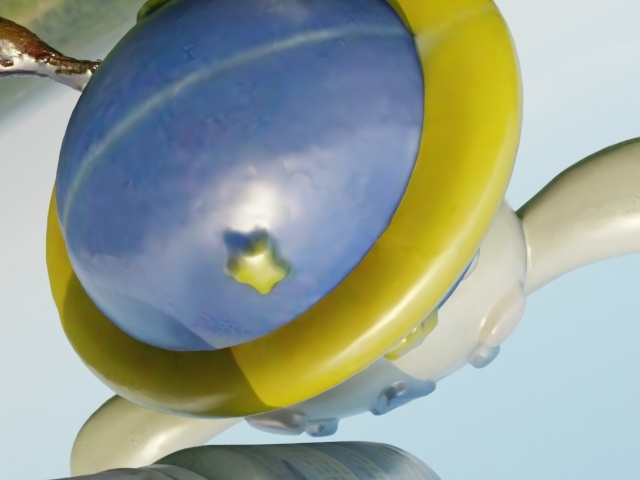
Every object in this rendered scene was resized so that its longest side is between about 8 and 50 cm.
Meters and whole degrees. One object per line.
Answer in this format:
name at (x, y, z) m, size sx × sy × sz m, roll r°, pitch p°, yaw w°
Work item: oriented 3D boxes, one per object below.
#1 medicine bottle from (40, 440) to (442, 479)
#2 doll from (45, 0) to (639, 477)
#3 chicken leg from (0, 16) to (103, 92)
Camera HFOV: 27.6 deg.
medicine bottle at (-0.029, 0.105, 0.413) m, size 0.083 × 0.083 × 0.203 m, roll -25°, pitch 160°, yaw 27°
doll at (-0.028, 0.004, 0.513) m, size 0.311 × 0.160 × 0.242 m, roll -37°, pitch 162°, yaw 22°
chicken leg at (-0.177, -0.083, 0.625) m, size 0.145 × 0.062 × 0.037 m, roll -14°, pitch 178°, yaw -1°
